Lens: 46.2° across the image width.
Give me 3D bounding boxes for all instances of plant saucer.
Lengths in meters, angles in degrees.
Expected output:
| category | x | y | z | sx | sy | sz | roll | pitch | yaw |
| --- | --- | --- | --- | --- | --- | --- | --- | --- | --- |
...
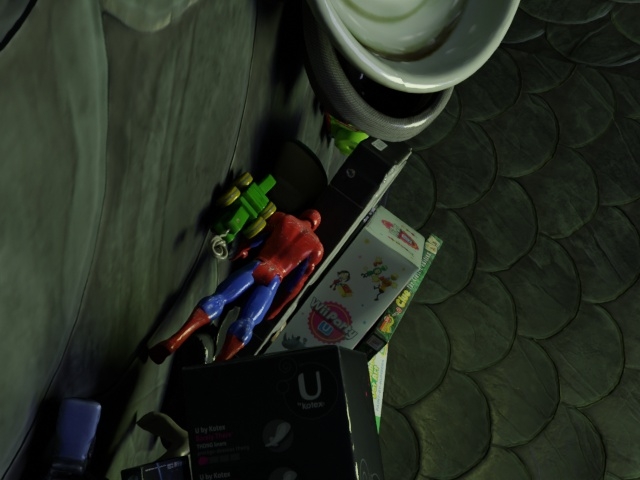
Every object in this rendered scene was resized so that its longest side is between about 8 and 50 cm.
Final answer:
| category | x | y | z | sx | sy | sz | roll | pitch | yaw |
| --- | --- | --- | --- | --- | --- | --- | --- | --- | --- |
| plant saucer | 0.092 | -0.373 | 0.855 | 0.400 | 0.100 | 0.400 | -12 | 108 | -40 |

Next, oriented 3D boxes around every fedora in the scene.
| category | x | y | z | sx | sy | sz | roll | pitch | yaw |
| --- | --- | --- | --- | --- | --- | --- | --- | --- | --- |
| fedora | 0.059 | -0.262 | 0.991 | 0.243 | 0.124 | 0.275 | -24 | 99 | -31 |

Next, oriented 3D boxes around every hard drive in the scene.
| category | x | y | z | sx | sy | sz | roll | pitch | yaw |
| --- | --- | --- | --- | --- | --- | --- | --- | --- | --- |
| hard drive | 0.000 | 0.000 | 1.065 | 0.339 | 0.064 | 0.237 | -53 | 178 | 17 |

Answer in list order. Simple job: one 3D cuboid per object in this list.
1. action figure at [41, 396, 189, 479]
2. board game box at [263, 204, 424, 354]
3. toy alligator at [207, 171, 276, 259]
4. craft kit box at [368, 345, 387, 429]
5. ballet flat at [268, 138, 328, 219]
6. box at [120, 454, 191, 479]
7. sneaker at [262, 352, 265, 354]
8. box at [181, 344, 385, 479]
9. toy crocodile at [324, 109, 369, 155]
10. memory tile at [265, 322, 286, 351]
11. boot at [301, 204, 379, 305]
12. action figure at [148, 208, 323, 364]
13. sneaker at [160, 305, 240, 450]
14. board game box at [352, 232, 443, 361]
| category | x | y | z | sx | sy | sz | roll | pitch | yaw |
| --- | --- | --- | --- | --- | --- | --- | --- | --- | --- |
| action figure | -0.154 | 0.278 | 0.638 | 0.330 | 0.178 | 0.341 | -78 | -178 | -74 |
| board game box | 0.022 | 0.105 | 1.106 | 0.303 | 0.097 | 0.224 | -53 | 179 | 15 |
| toy alligator | -0.099 | -0.023 | 0.838 | 0.051 | 0.056 | 0.190 | -32 | -164 | 30 |
| craft kit box | -0.003 | 0.264 | 1.254 | 0.246 | 0.061 | 0.250 | -25 | -136 | 43 |
| ballet flat | -0.035 | -0.069 | 1.089 | 0.248 | 0.086 | 0.086 | 73 | 34 | -77 |
| box | -0.124 | 0.206 | 0.583 | 0.083 | 0.018 | 0.067 | 34 | 45 | -72 |
| sneaker | -0.103 | 0.316 | 1.199 | 0.107 | 0.118 | 0.279 | 91 | 17 | -62 |
| box | -0.017 | 0.237 | 0.664 | 0.165 | 0.143 | 0.270 | 42 | 39 | -75 |
| toy crocodile | 0.050 | -0.231 | 1.285 | 0.340 | 0.105 | 0.115 | 86 | 20 | -79 |
| memory tile | -0.083 | 0.178 | 1.435 | 0.113 | 0.012 | 0.148 | -62 | 166 | -55 |
| boot | -0.004 | 0.153 | 1.523 | 0.367 | 0.146 | 0.445 | 75 | 36 | -72 |
| action figure | -0.089 | 0.065 | 0.866 | 0.280 | 0.091 | 0.139 | -50 | -178 | -38 |
| sneaker | -0.141 | 0.160 | 0.890 | 0.089 | 0.051 | 0.170 | -11 | 113 | -76 |
| board game box | 0.103 | 0.101 | 1.132 | 0.136 | 0.030 | 0.260 | -50 | -179 | 41 |
